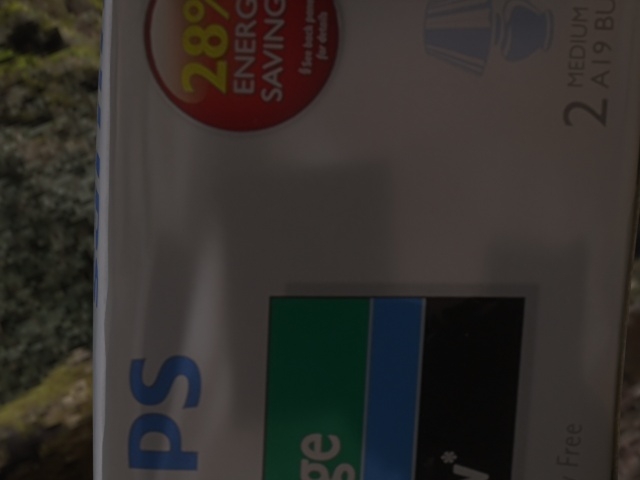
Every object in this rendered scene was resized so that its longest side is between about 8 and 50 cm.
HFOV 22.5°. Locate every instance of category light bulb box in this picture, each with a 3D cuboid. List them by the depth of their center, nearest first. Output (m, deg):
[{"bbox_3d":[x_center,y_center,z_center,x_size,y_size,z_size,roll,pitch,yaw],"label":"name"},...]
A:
[{"bbox_3d":[0.000,0.000,0.807,0.225,0.361,0.357,1,-77,-8],"label":"light bulb box"}]
